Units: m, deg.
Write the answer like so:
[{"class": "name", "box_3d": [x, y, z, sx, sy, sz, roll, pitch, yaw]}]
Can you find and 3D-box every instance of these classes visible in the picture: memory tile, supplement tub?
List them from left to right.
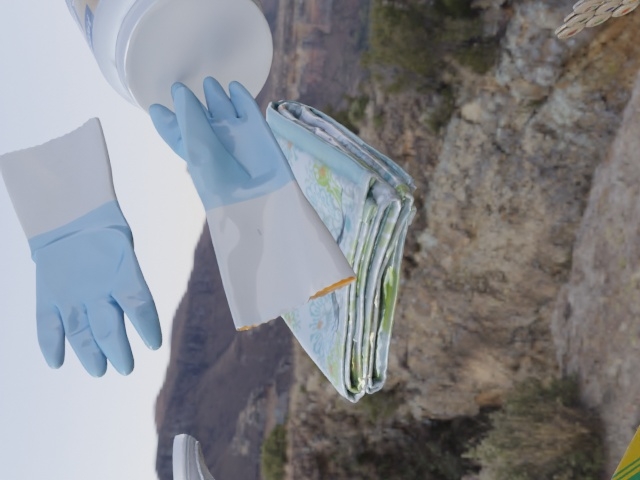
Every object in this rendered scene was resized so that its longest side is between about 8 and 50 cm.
[{"class": "supplement tub", "box_3d": [-0.134, -0.196, 0.672, 0.199, 0.144, 0.144, -126, 32, -45]}, {"class": "memory tile", "box_3d": [0.348, -0.287, 0.923, 0.148, 0.113, 0.012, 76, 172, -82]}]

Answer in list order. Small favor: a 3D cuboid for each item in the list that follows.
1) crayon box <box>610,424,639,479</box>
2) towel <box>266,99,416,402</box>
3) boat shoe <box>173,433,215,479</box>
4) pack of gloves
[{"class": "crayon box", "box_3d": [0.542, 0.409, 1.239, 0.081, 0.202, 0.318, 21, 74, 49]}, {"class": "towel", "box_3d": [0.000, 0.000, 1.100, 0.374, 0.090, 0.320, -133, 45, -55]}, {"class": "boat shoe", "box_3d": [-0.111, 0.291, 0.820, 0.066, 0.063, 0.184, 99, 158, -86]}, {"class": "pack of gloves", "box_3d": [-0.113, -0.030, 0.519, 0.046, 0.195, 0.232, 79, 165, -52]}]
